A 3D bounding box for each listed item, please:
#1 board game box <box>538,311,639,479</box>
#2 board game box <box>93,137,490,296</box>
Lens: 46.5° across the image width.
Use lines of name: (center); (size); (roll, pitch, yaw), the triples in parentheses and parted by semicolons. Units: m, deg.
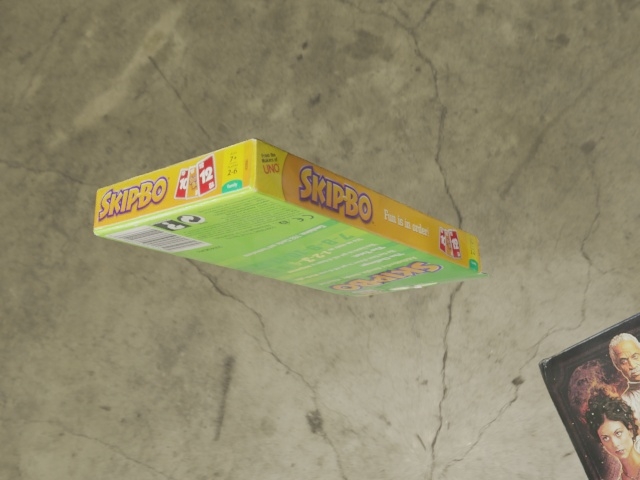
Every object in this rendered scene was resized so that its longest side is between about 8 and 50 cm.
board game box: (0.214, 0.069, 0.255); (0.243, 0.042, 0.165); (-38, 61, 36)
board game box: (0.000, 0.000, 0.481); (0.124, 0.259, 0.039); (-12, 69, 36)
